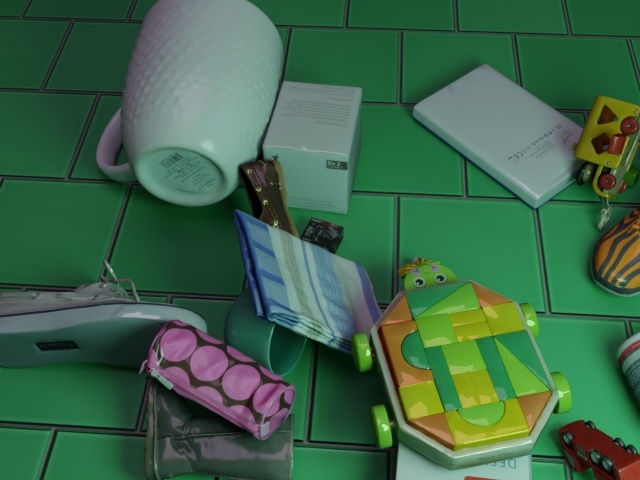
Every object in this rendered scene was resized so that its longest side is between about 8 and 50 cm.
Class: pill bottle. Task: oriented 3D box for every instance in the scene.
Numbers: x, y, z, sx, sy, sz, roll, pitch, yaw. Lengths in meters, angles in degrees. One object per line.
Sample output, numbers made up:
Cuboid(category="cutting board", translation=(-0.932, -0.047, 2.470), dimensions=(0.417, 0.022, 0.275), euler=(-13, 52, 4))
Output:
Cuboid(category="pill bottle", translation=(0.511, 0.222, 1.138), dimensions=(0.108, 0.108, 0.180), euler=(-8, 51, -6))

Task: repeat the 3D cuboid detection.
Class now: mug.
Cuboid(category="mug", translation=(-0.259, -0.226, 1.445), dimensions=(0.374, 0.276, 0.328), euler=(-17, 49, 28))
Cuboid(category="mug", translation=(-0.083, 0.138, 1.219), dimensions=(0.097, 0.158, 0.129), euler=(13, 74, 24))

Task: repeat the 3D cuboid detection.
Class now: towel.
Cuboid(category="towel", translation=(-0.004, 0.073, 1.199), dimensions=(0.034, 0.285, 0.209), euler=(-41, 46, 25))

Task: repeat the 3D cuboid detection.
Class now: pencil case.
Cuboid(category="pencil case", translation=(-0.142, 0.197, 1.100), dimensions=(0.209, 0.095, 0.098), euler=(24, 27, 14))

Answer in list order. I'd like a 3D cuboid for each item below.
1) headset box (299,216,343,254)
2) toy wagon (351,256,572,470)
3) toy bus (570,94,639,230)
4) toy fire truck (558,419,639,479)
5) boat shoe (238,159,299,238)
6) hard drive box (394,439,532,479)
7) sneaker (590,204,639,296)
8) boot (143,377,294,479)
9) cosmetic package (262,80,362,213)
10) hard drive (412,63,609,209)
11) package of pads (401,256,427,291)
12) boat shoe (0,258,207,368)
Cuboid(category="headset box", translation=(0.000, 0.000, 1.377), dimensions=(0.062, 0.032, 0.083), euler=(17, 52, 14))
Cuboid(category="toy wagon", translation=(0.181, 0.148, 1.116), dimensions=(0.267, 0.068, 0.344), euler=(-9, 51, -6))
Cuboid(category="toy bus", translation=(0.498, -0.156, 1.400), dimensions=(0.104, 0.191, 0.202), euler=(25, 57, 31))
Cuboid(category="toy fire truck", translation=(0.398, 0.332, 1.056), dimensions=(0.047, 0.135, 0.192), euler=(-20, 14, -14))
Cuboid(category="boat shoe", translation=(-0.088, -0.033, 1.329), dimensions=(0.073, 0.073, 0.207), euler=(-12, 84, -34))
Cuboid(category="hard drive box", translation=(0.198, 0.280, 1.110), dimensions=(0.181, 0.089, 0.232), euler=(4, 51, 6))
Cuboid(category="sneaker", translation=(0.565, -0.054, 1.314), dimensions=(0.124, 0.180, 0.321), euler=(33, 59, 25))
Cuboid(category="boot", translation=(-0.141, 0.261, 1.142), dimensions=(0.208, 0.076, 0.190), euler=(-7, 62, 3))
Cuboid(category="cosmetic package", translation=(-0.009, -0.170, 1.439), dimensions=(0.151, 0.151, 0.184), euler=(7, 51, 8))
Cuboid(category="hard drive", translation=(0.364, -0.210, 1.535), dimensions=(0.210, 0.040, 0.318), euler=(-33, 58, -23))
Cuboid(category="package of pads", translation=(0.166, 0.070, 1.317), dimensions=(0.050, 0.032, 0.083), euler=(17, 53, 11))
Cuboid(category="boat shoe", translation=(-0.351, 0.109, 1.246), dimensions=(0.367, 0.136, 0.156), euler=(-5, 47, 9))
